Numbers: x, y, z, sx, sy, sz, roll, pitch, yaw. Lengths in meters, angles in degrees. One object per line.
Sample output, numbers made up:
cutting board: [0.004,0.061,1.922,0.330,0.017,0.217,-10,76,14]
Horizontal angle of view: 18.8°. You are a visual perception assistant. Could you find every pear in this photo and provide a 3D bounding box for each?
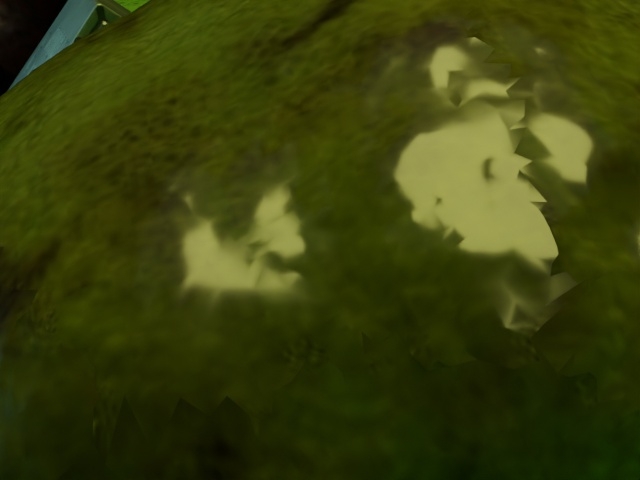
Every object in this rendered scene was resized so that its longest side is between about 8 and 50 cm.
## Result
pear: [0.014,0.062,0.659,0.352,0.352,0.413,-10,12,-11]

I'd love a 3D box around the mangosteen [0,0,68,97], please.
mangosteen: [-0.285,-0.056,1.423,0.306,0.307,0.347,-10,-15,-11]

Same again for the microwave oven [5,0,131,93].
microwave oven: [-0.149,-0.016,1.183,0.145,0.240,0.194,33,4,-19]
